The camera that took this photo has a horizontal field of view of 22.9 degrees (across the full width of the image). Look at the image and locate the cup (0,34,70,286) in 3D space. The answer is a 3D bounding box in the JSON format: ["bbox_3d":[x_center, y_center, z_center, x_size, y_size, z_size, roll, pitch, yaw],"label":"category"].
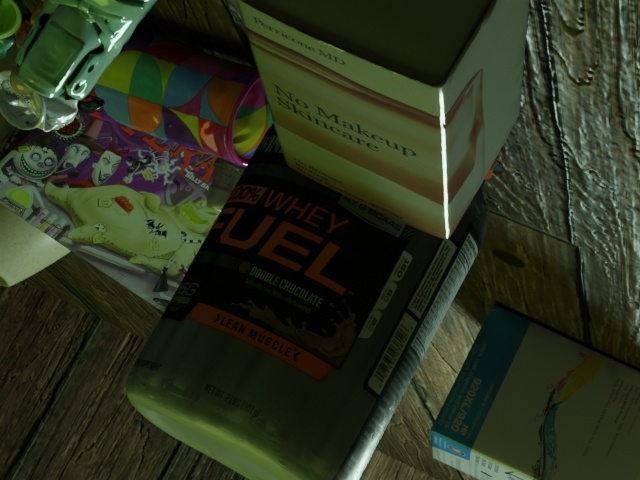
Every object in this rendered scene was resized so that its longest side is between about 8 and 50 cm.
[{"bbox_3d":[-0.372,-0.088,1.826,0.331,0.237,0.331,26,166,7],"label":"cup"}]

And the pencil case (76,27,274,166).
[{"bbox_3d":[-0.144,-0.146,1.474,0.236,0.104,0.104,23,166,28],"label":"pencil case"}]

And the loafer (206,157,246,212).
[{"bbox_3d":[0.000,0.000,1.679,0.319,0.111,0.112,37,164,-33],"label":"loafer"}]

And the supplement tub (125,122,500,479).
[{"bbox_3d":[0.003,0.032,1.310,0.207,0.338,0.207,27,166,7],"label":"supplement tub"}]

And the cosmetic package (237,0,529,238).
[{"bbox_3d":[0.051,-0.124,1.090,0.153,0.129,0.296,26,166,14],"label":"cosmetic package"}]

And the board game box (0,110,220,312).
[{"bbox_3d":[-0.175,-0.042,1.719,0.347,0.208,0.056,37,-161,-32],"label":"board game box"}]

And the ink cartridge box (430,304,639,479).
[{"bbox_3d":[0.266,0.213,1.816,0.233,0.168,0.171,24,165,12],"label":"ink cartridge box"}]

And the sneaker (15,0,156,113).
[{"bbox_3d":[-0.181,-0.186,1.273,0.094,0.151,0.256,31,165,-4],"label":"sneaker"}]

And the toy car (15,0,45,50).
[{"bbox_3d":[-0.302,-0.219,1.622,0.060,0.040,0.122,27,167,5],"label":"toy car"}]

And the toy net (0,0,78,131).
[{"bbox_3d":[-0.292,-0.158,1.410,0.122,0.045,0.232,-6,144,11],"label":"toy net"}]
